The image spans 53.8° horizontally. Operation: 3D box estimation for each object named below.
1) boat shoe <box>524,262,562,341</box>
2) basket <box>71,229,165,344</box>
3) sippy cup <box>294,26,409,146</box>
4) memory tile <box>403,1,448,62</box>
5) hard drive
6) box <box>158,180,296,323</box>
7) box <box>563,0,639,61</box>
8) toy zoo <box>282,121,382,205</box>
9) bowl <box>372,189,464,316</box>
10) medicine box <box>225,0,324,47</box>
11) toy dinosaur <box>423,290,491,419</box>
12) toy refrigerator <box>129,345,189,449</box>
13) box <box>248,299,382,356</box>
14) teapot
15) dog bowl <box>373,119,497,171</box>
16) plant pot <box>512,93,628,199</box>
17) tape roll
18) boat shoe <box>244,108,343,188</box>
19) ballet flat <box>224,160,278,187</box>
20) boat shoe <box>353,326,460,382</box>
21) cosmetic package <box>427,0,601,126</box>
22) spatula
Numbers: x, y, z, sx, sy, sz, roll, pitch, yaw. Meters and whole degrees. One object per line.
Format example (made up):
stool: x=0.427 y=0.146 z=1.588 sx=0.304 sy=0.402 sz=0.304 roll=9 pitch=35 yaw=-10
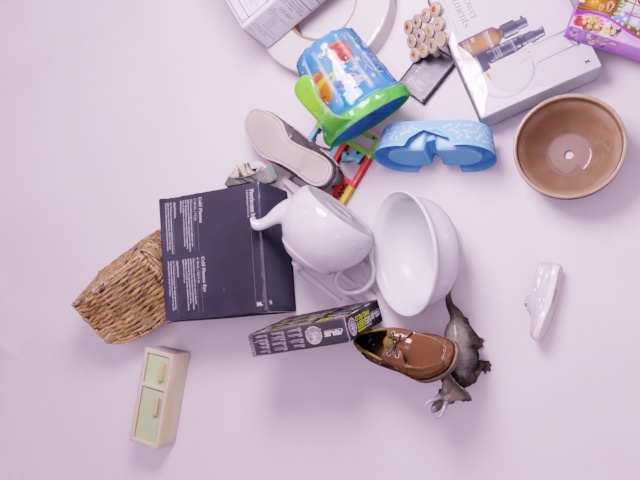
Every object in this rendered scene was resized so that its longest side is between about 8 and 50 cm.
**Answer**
boat shoe: x=0.507 y=0.139 z=1.460 sx=0.063 sy=0.066 sz=0.184 roll=14 pitch=93 yaw=37
basket: x=-0.530 y=0.143 z=1.865 sx=0.299 sy=0.223 sz=0.213 roll=-34 pitch=107 yaw=16
sippy cup: x=0.063 y=-0.383 z=1.539 sx=0.240 sy=0.305 sz=0.224 roll=-31 pitch=88 yaw=5
memory tile: x=0.259 y=-0.514 z=1.565 sx=0.148 sy=0.012 sz=0.113 roll=-11 pitch=92 yaw=62
hard drive: x=0.274 y=-0.431 z=1.625 sx=0.094 sy=0.022 sz=0.135 roll=43 pitch=101 yaw=20
box: x=-0.251 y=0.041 z=1.714 sx=0.313 sy=0.179 sz=0.343 roll=-7 pitch=83 yaw=23
box: x=0.713 y=-0.498 z=1.381 sx=0.293 sy=0.057 sz=0.201 roll=22 pitch=83 yaw=9
toy zoo: x=0.022 y=-0.198 z=1.703 sx=0.192 sy=0.030 sz=0.293 roll=34 pitch=98 yaw=21
bowl: x=0.246 y=0.026 z=1.504 sx=0.134 sy=0.298 sz=0.297 roll=-5 pitch=81 yaw=-22
medicine box: x=-0.124 y=-0.717 z=1.669 sx=0.289 sy=0.149 sz=0.263 roll=-34 pitch=73 yaw=16
toy dinosaur: x=0.332 y=0.253 z=1.467 sx=0.121 sy=0.160 sz=0.313 roll=6 pitch=89 yaw=22
toy refrigerator: x=-0.463 y=0.447 z=1.809 sx=0.102 sy=0.094 sz=0.269 roll=9 pitch=88 yaw=23
box: x=-0.009 y=0.217 z=1.563 sx=0.270 sy=0.216 sz=0.060 roll=-14 pitch=90 yaw=26
teapot: x=0.000 y=0.000 z=1.566 sx=0.187 sy=0.252 sz=0.256 roll=-54 pitch=55 yaw=13
dog bowl: x=0.280 y=-0.231 z=1.537 sx=0.297 sy=0.166 sz=0.074 roll=3 pitch=74 yaw=23
plant pot: x=0.567 y=-0.205 z=1.439 sx=0.237 sy=0.110 sz=0.237 roll=-2 pitch=84 yaw=23
tape roll: x=0.013 y=-0.634 z=1.725 sx=0.392 sy=0.072 sz=0.392 roll=-2 pitch=85 yaw=21
boat shoe: x=-0.074 y=-0.239 z=1.692 sx=0.335 sy=0.095 sz=0.112 roll=40 pitch=103 yaw=27
ballet flat: x=-0.198 y=-0.187 z=1.740 sx=0.213 sy=0.072 sz=0.068 roll=3 pitch=122 yaw=45
boat shoe: x=0.186 y=0.259 z=1.466 sx=0.307 sy=0.104 sz=0.110 roll=-14 pitch=52 yaw=57
cosmetic package: x=0.451 y=-0.501 z=1.512 sx=0.284 sy=0.097 sz=0.377 roll=-23 pitch=77 yaw=12
spatula: x=0.055 y=0.097 z=1.670 sx=0.242 sy=0.019 sz=0.168 roll=37 pitch=100 yaw=21
